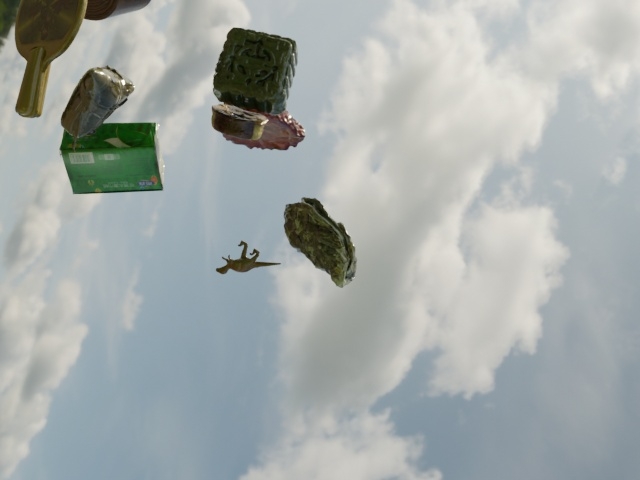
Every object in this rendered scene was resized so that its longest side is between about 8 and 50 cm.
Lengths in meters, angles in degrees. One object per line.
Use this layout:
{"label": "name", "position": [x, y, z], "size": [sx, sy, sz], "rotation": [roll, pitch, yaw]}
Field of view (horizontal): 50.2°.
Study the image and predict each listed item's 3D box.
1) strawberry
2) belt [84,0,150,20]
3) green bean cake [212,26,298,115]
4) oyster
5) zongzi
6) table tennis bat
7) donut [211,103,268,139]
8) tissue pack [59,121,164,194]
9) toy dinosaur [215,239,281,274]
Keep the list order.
{"label": "strawberry", "position": [-0.213, -0.451, 2.541], "size": [0.265, 0.336, 0.149], "rotation": [-29, -125, 48]}
{"label": "belt", "position": [-0.532, -0.633, 1.544], "size": [0.122, 0.339, 0.217], "rotation": [-41, 161, -47]}
{"label": "green bean cake", "position": [-0.157, -0.413, 1.655], "size": [0.094, 0.185, 0.183], "rotation": [95, 8, -77]}
{"label": "oyster", "position": [0.003, 0.005, 1.902], "size": [0.158, 0.162, 0.351], "rotation": [-38, -131, 4]}
{"label": "zongzi", "position": [-0.451, -0.250, 1.278], "size": [0.189, 0.081, 0.178], "rotation": [-43, -174, 9]}
{"label": "table tennis bat", "position": [-0.552, -0.399, 1.370], "size": [0.198, 0.050, 0.320], "rotation": [8, -97, 31]}
{"label": "donut", "position": [-0.199, -0.287, 1.661], "size": [0.140, 0.141, 0.059], "rotation": [48, -54, 57]}
{"label": "tissue pack", "position": [-0.475, -0.207, 1.586], "size": [0.148, 0.209, 0.156], "rotation": [93, -9, -46]}
{"label": "toy dinosaur", "position": [-0.219, 0.079, 2.053], "size": [0.126, 0.162, 0.039], "rotation": [-57, -177, 6]}
